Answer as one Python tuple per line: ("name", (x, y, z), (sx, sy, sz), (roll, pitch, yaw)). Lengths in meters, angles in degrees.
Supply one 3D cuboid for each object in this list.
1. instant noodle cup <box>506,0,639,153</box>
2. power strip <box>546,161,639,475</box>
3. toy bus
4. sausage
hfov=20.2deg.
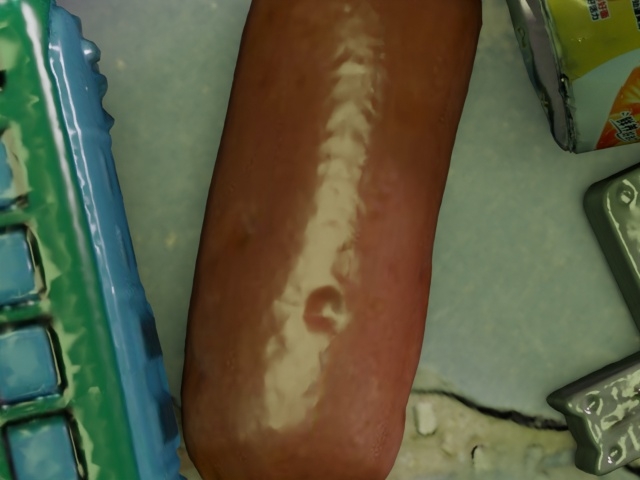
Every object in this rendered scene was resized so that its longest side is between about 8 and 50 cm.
("instant noodle cup", (0.161, -0.135, 0.826), (0.153, 0.205, 0.205), (-16, 91, 5))
("power strip", (0.188, 0.067, 0.881), (0.145, 0.061, 0.216), (-25, 91, -7))
("toy bus", (-0.170, 0.053, 0.784), (0.199, 0.183, 0.344), (-12, 91, -8))
("sausage", (0.000, 0.000, 0.840), (0.113, 0.113, 0.259), (12, 86, -6))
